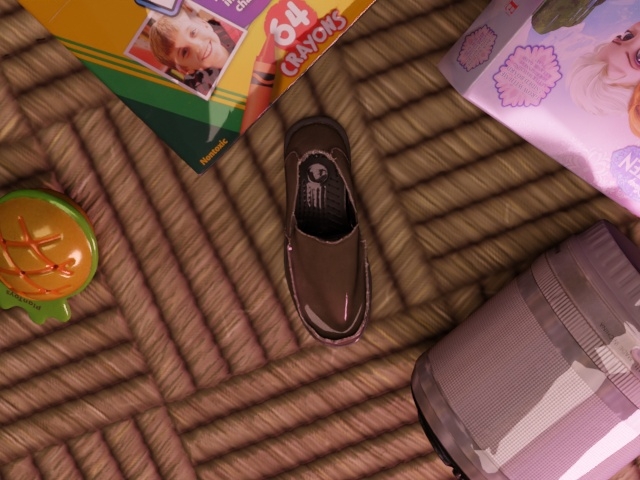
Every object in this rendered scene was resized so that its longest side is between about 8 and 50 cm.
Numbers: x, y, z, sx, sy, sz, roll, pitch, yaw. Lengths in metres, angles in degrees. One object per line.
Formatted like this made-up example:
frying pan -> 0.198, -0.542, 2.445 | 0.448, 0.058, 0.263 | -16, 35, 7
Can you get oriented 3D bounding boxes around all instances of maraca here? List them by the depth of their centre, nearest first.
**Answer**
maraca -> -0.299, 0.019, 1.729 | 0.127, 0.099, 0.186 | 27, 132, 3

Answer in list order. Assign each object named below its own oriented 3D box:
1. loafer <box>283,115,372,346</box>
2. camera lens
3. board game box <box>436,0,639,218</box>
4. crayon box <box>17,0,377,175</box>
loafer -> 0.000, 0.000, 1.710 | 0.094, 0.087, 0.251 | -8, 107, 5
camera lens -> 0.247, 0.140, 1.673 | 0.274, 0.219, 0.219 | -41, 101, 14
board game box -> 0.327, -0.201, 1.573 | 0.318, 0.066, 0.318 | 29, 109, -35
crayon box -> -0.103, -0.303, 1.610 | 0.313, 0.106, 0.363 | 43, 104, -10
